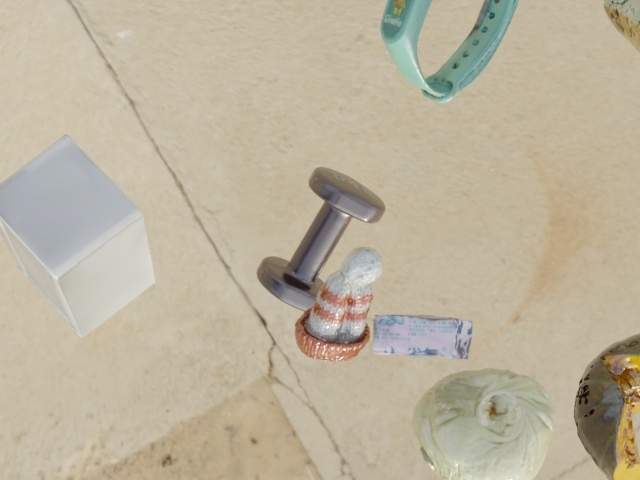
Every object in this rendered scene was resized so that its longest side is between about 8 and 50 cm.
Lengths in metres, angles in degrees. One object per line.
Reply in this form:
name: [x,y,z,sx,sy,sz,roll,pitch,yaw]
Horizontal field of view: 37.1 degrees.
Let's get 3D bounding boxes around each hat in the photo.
hat: [0.032,0.074,1.239,0.093,0.112,0.162,27,121,19]

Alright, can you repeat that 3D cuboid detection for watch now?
watch: [0.177,-0.312,1.313,0.195,0.068,0.237,9,105,-40]

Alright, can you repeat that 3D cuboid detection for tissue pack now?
tissue pack: [-0.331,0.003,1.286,0.136,0.246,0.159,-41,76,-21]

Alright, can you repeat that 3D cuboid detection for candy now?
candy: [0.171,0.163,1.627,0.160,0.092,0.073,1,86,27]

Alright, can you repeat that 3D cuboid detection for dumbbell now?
dumbbell: [0.000,0.000,1.580,0.140,0.124,0.225,24,106,-17]

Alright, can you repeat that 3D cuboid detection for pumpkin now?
pumpkin: [0.338,0.163,1.021,0.183,0.107,0.119,-41,134,-11]

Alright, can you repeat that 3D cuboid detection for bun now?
bun: [0.275,0.310,1.628,0.244,0.244,0.153,-20,145,-10]

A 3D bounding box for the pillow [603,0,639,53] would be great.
pillow: [0.420,-0.163,0.830,0.310,0.312,0.119,11,112,-1]
